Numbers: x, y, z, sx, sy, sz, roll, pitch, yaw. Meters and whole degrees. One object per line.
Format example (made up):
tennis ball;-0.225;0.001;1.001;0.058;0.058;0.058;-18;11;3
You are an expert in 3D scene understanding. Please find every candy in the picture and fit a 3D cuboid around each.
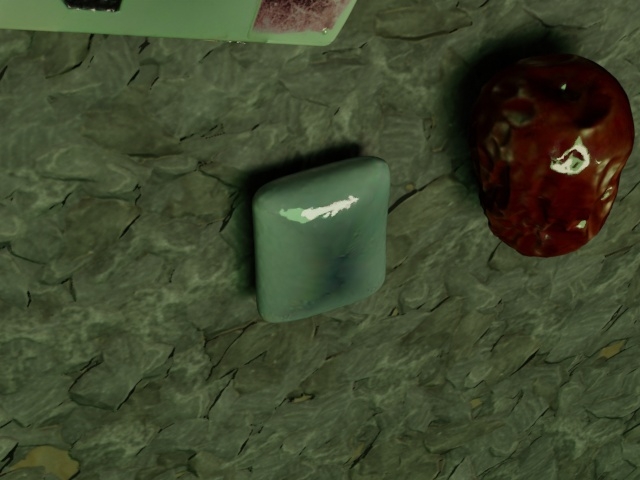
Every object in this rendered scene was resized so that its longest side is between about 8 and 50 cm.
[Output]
candy;0.000;0.000;1.394;0.138;0.071;0.174;-17;137;-16

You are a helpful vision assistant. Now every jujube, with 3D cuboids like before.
jujube;0.223;-0.076;1.398;0.155;0.155;0.230;-23;143;-9

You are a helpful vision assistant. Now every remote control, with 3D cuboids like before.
remote control;-0.115;-0.223;1.110;0.344;0.050;0.145;-1;131;-32
